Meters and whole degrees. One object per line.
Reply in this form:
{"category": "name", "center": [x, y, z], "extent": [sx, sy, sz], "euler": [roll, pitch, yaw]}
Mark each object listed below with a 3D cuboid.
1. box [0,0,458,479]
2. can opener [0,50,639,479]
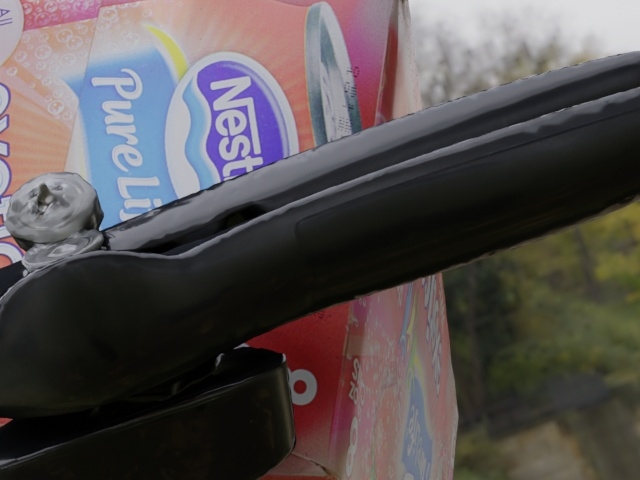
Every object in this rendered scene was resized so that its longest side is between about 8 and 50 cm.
{"category": "box", "center": [-0.039, 0.059, 0.614], "extent": [0.142, 0.154, 0.300], "euler": [4, -29, 9]}
{"category": "can opener", "center": [0.000, 0.000, 0.437], "extent": [0.186, 0.073, 0.059], "euler": [-25, 31, -8]}
